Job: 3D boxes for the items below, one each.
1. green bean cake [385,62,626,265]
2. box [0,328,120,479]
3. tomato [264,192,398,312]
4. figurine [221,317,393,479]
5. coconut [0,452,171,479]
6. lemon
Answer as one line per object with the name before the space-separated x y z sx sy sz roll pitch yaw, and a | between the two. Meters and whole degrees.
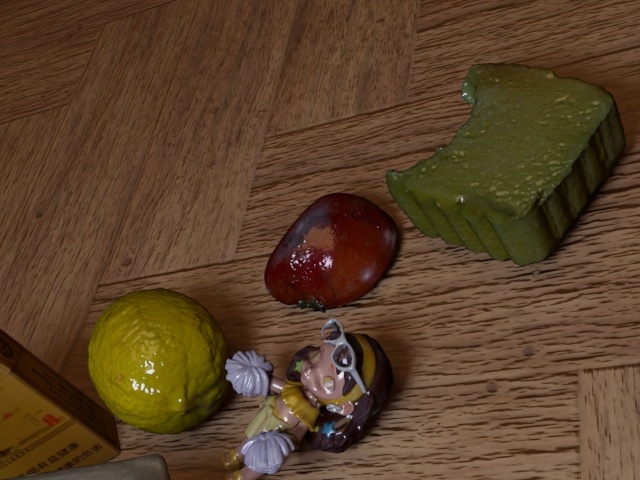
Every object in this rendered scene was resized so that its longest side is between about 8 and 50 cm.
green bean cake | 0.230 -0.094 1.186 0.233 0.124 0.236 23 68 43
box | -0.399 0.226 1.189 0.174 0.274 0.076 -33 46 4
tomato | 0.000 0.000 1.267 0.189 0.099 0.173 2 55 36
figurine | -0.026 0.194 1.098 0.240 0.116 0.174 -36 39 9
coconut | -0.248 0.357 0.962 0.329 0.329 0.328 -18 45 19
lemon | -0.202 0.150 1.205 0.180 0.180 0.193 -47 19 -13
